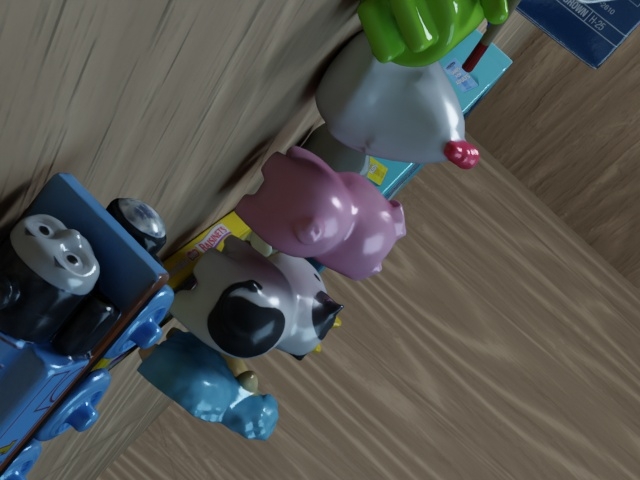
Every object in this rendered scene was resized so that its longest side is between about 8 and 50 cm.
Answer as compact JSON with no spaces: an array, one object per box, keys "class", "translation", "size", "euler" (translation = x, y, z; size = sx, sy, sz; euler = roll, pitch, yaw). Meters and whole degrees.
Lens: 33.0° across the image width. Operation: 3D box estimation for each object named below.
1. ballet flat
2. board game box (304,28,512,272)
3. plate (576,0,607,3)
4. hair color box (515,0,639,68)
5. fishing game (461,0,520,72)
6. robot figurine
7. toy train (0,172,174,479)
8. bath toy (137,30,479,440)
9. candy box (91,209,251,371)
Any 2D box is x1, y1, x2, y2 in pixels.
[{"class":"ballet flat","translation":[-0.020,-0.032,1.011],"size":[0.068,0.072,0.213],"euler":[-39,174,-38]},{"class":"board game box","translation":[0.080,-0.103,1.416],"size":[0.336,0.079,0.254],"euler":[-46,177,-30]},{"class":"plate","translation":[0.300,-0.291,0.683],"size":[0.277,0.045,0.278],"euler":[-13,140,-19]},{"class":"hair color box","translation":[0.288,-0.317,0.841],"size":[0.347,0.105,0.174],"euler":[-49,-164,27]},{"class":"fishing game","translation":[0.162,-0.253,0.753],"size":[0.264,0.041,0.189],"euler":[-63,-178,-18]},{"class":"robot figurine","translation":[0.069,-0.153,0.689],"size":[0.101,0.067,0.115],"euler":[-14,-160,38]},{"class":"toy train","translation":[-0.137,0.055,0.448],"size":[0.184,0.080,0.105],"euler":[-48,171,14]},{"class":"bath toy","translation":[0.000,0.000,0.854],"size":[0.348,0.129,0.151],"euler":[-56,173,21]},{"class":"candy box","translation":[-0.130,0.046,0.896],"size":[0.105,0.027,0.206],"euler":[-53,174,32]}]
